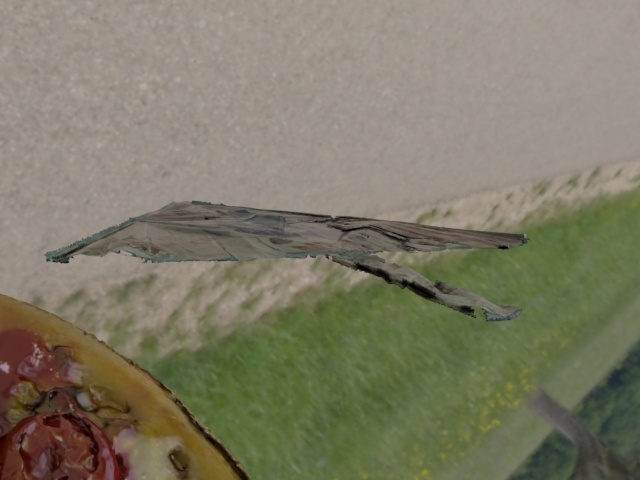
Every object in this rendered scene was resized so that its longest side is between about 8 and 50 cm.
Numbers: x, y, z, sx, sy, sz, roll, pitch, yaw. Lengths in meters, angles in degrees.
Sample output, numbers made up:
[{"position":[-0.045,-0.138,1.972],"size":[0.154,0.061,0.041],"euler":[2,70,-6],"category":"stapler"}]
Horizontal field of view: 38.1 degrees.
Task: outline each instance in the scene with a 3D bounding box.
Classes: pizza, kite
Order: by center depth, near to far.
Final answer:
[{"position":[0.000,0.000,0.530],"size":[0.335,0.314,0.011],"euler":[-2,102,-36],"category":"kite"},{"position":[-0.265,0.216,0.730],"size":[0.406,0.440,0.130],"euler":[-47,165,-51],"category":"pizza"}]
